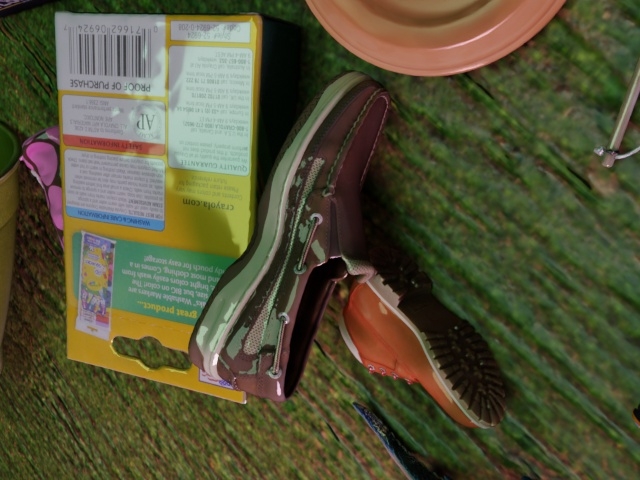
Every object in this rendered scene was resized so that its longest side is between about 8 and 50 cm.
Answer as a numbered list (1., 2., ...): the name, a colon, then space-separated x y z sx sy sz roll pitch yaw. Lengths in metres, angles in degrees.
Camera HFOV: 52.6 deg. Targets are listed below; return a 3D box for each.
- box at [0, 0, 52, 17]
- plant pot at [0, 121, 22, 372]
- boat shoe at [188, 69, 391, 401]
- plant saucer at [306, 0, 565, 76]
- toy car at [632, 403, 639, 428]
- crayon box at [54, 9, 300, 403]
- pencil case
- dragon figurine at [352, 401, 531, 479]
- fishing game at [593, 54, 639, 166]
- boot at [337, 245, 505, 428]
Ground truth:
1. box: -0.396 -0.473 0.746 0.318 0.097 0.394 3 100 37
2. plant pot: -0.566 0.050 0.848 0.367 0.367 0.352 28 127 32
3. boat shoe: 0.003 0.001 0.492 0.095 0.095 0.257 27 93 21
4. plant saucer: 0.070 -0.201 0.405 0.200 0.037 0.199 7 117 14
5. toy car: 0.245 0.124 0.368 0.122 0.060 0.040 29 147 39
6. crayon box: -0.132 -0.035 0.591 0.203 0.083 0.322 9 103 21
7. pencil case: -0.266 -0.020 0.729 0.098 0.095 0.209 -19 85 8
8. dragon figurine: 0.114 0.215 0.448 0.144 0.085 0.289 -58 33 37
9. fishing game: 0.281 -0.061 0.314 0.264 0.041 0.189 26 111 33
10. boot: 0.073 0.088 0.501 0.158 0.059 0.084 53 129 29
